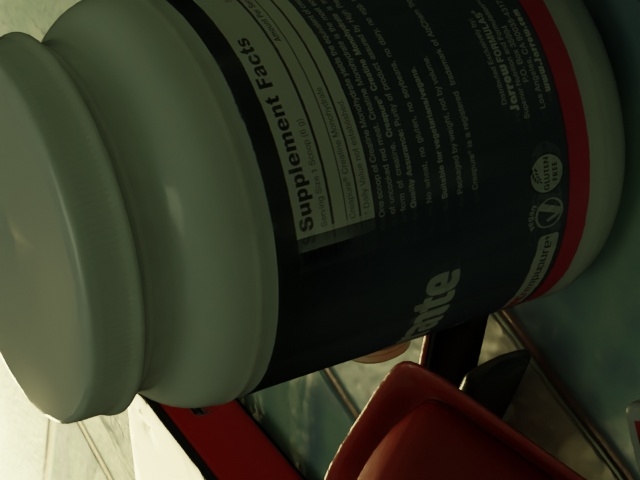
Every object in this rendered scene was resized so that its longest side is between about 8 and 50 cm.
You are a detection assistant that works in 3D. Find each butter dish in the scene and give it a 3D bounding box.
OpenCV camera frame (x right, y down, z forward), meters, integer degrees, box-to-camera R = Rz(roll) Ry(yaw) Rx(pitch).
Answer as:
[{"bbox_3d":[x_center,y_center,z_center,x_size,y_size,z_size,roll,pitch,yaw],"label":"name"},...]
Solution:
[{"bbox_3d":[0.062,0.169,0.896,0.160,0.118,0.160,35,141,6],"label":"butter dish"}]

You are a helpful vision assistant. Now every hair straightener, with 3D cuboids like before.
[{"bbox_3d":[0.076,0.132,0.973,0.089,0.047,0.230,56,148,33],"label":"hair straightener"}]

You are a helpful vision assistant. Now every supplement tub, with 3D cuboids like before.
[{"bbox_3d":[-0.016,-0.034,0.805,0.191,0.272,0.191,41,139,48],"label":"supplement tub"}]

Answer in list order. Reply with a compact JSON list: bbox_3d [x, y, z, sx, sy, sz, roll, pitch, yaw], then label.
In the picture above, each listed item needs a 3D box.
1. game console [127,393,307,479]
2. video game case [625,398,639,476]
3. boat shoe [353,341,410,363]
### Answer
[{"bbox_3d":[-0.031,0.301,1.283,0.386,0.060,0.342,45,147,45],"label":"game console"},{"bbox_3d":[0.229,0.208,0.744,0.204,0.025,0.285,-4,101,63],"label":"video game case"},{"bbox_3d":[0.000,0.000,1.029,0.170,0.063,0.059,53,153,37],"label":"boat shoe"}]
